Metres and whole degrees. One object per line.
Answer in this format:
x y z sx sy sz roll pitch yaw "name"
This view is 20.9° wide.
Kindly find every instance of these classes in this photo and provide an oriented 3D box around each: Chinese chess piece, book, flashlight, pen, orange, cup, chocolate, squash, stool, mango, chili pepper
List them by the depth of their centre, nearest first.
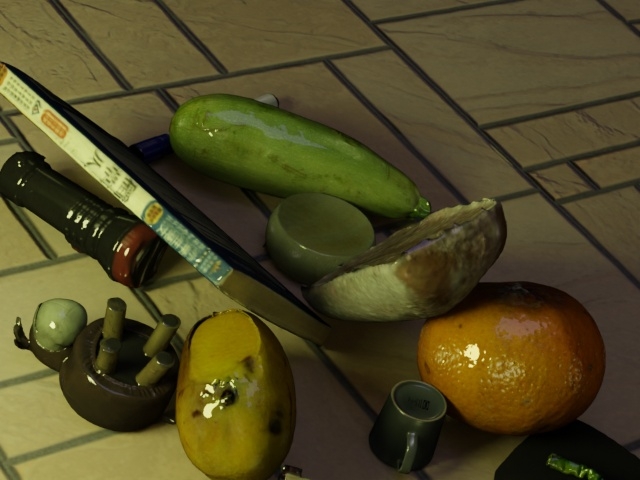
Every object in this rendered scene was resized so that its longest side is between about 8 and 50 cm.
-0.093 0.165 1.893 0.130 0.167 0.262 -5 29 -3 "mango"
-0.240 0.123 1.923 0.217 0.121 0.125 34 41 12 "stool"
0.102 0.217 1.974 0.078 0.077 0.100 12 38 -8 "cup"
0.297 0.265 1.974 0.083 0.022 0.027 25 3 14 "chili pepper"
0.104 0.037 2.028 0.185 0.303 0.100 -33 98 -25 "chocolate"
0.226 0.130 2.041 0.224 0.170 0.224 6 21 -2 "orange"
-0.188 -0.041 2.065 0.428 0.039 0.300 41 2 28 "book"
-0.297 -0.029 2.123 0.232 0.093 0.093 29 38 23 "flashlight"
0.000 0.000 2.223 0.144 0.058 0.144 13 37 -10 "Chinese chess piece"
-0.020 -0.106 2.298 0.370 0.118 0.118 16 37 -6 "squash"
-0.156 -0.153 2.372 0.033 0.033 0.269 39 41 25 "pen"

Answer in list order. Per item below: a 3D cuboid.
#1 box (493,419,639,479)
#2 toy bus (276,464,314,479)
0.308 0.300 1.983 0.212 0.042 0.201 34 40 21 "box"
0.009 0.385 1.673 0.179 0.143 0.305 15 36 -8 "toy bus"
